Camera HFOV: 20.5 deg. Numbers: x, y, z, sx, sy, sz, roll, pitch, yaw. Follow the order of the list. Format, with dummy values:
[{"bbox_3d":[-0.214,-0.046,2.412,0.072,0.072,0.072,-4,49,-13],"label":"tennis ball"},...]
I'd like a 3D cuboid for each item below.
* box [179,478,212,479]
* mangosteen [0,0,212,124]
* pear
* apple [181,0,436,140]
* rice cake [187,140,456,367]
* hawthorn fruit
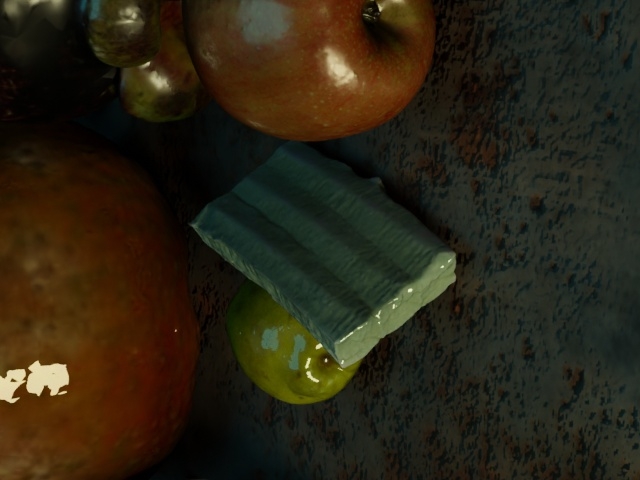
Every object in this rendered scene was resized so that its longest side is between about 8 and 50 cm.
[{"bbox_3d":[-0.110,0.380,1.501,0.200,0.106,0.299,-131,36,-67],"label":"box"},{"bbox_3d":[-0.226,-0.249,1.506,0.330,0.330,0.330,15,107,56],"label":"mangosteen"},{"bbox_3d":[-0.019,0.073,1.393,0.131,0.107,0.107,29,119,53],"label":"pear"},{"bbox_3d":[-0.008,-0.162,1.268,0.168,0.181,0.181,-2,93,48],"label":"apple"},{"bbox_3d":[0.000,0.000,1.344,0.237,0.127,0.043,36,158,48],"label":"rice cake"},{"bbox_3d":[-0.321,0.072,1.609,0.403,0.403,0.403,15,107,56],"label":"hawthorn fruit"}]
